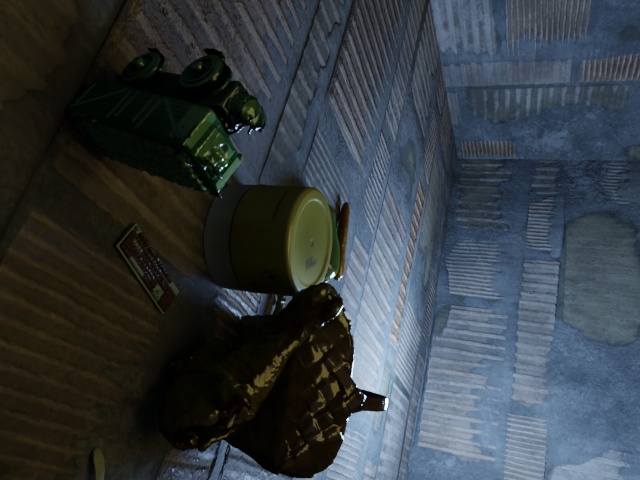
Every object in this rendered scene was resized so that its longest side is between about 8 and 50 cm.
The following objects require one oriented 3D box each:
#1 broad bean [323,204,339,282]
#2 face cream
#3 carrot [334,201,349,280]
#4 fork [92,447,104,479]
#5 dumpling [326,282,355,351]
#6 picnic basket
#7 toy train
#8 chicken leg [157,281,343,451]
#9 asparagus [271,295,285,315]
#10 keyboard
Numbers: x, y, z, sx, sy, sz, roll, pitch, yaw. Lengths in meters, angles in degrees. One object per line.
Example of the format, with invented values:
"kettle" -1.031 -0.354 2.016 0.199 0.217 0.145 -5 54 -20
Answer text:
"broad bean" 0.000 0.000 1.425 0.169 0.100 0.228 -42 130 -68
"face cream" -0.096 -0.001 1.081 0.218 0.179 0.218 4 90 -67
"carrot" 0.063 0.001 1.643 0.043 0.043 0.248 41 55 -63
"fork" -0.339 0.416 0.791 0.034 0.028 0.220 10 81 -60
"dumpling" 0.008 0.286 1.506 0.166 0.086 0.332 22 71 -32
"picnic basket" -0.009 0.318 1.147 0.337 0.293 0.337 3 85 -39
"toy train" -0.202 -0.168 0.713 0.154 0.269 0.115 -57 149 -21
"chicken leg" -0.131 0.214 0.960 0.361 0.211 0.140 -43 122 -24
"asparagus" -0.108 0.186 1.285 0.034 0.027 0.236 74 29 -62
"keyboard" -0.274 0.047 0.877 0.166 0.017 0.055 72 31 -42
